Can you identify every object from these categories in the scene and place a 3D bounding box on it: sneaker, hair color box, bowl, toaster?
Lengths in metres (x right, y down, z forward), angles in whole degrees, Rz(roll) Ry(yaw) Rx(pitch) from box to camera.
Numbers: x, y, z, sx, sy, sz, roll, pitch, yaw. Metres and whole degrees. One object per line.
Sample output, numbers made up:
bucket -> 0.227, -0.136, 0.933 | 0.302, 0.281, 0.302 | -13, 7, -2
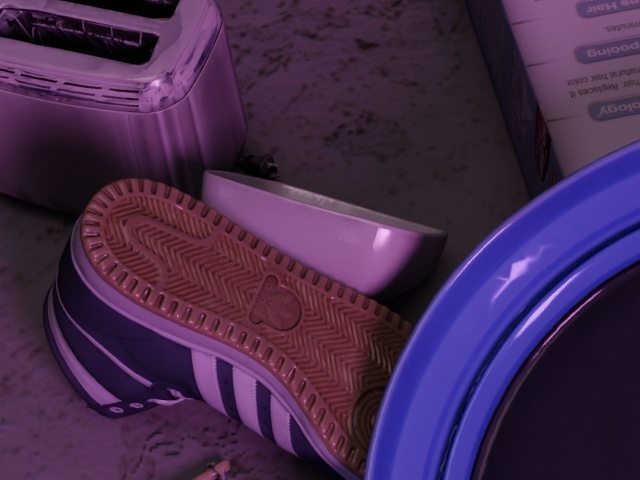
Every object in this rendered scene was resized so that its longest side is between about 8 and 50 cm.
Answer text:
sneaker -> -0.040, 0.083, 0.963 | 0.282, 0.153, 0.099 | 36, 56, -8
hair color box -> 0.210, -0.141, 1.089 | 0.185, 0.114, 0.375 | -10, 53, -3
bowl -> 0.205, 0.121, 0.784 | 0.391, 0.077, 0.391 | -17, 54, 25
toaster -> -0.142, -0.098, 1.061 | 0.226, 0.146, 0.129 | 14, 56, 14
bowl -> 0.000, 0.000, 0.999 | 0.142, 0.142, 0.053 | 16, 93, 17

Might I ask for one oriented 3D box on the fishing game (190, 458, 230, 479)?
fishing game -> -0.027, 0.233, 0.873 | 0.189, 0.041, 0.264 | -31, 50, -26
